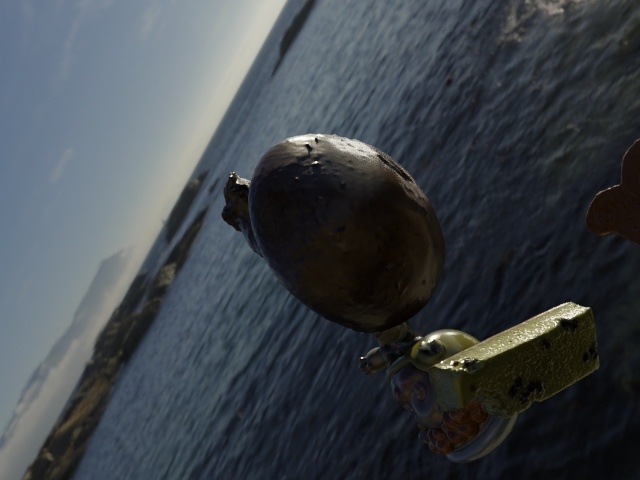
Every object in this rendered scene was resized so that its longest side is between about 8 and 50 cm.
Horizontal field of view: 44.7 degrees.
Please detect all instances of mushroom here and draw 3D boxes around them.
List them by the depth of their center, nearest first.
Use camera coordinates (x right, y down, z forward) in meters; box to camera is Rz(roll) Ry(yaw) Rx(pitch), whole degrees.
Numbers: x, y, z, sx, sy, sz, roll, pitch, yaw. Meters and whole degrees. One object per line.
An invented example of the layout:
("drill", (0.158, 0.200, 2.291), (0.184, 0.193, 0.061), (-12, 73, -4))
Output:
("mushroom", (-0.003, -0.008, 1.193), (0.357, 0.331, 0.334), (-18, 66, 16))

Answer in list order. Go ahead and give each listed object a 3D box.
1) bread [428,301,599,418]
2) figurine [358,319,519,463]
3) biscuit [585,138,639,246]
("bread", (0.220, 0.142, 0.865), (0.049, 0.226, 0.088), (12, 117, 55))
("figurine", (0.178, 0.173, 1.288), (0.205, 0.381, 0.224), (-33, -10, -29))
("biscuit", (0.438, -0.012, 0.930), (0.165, 0.036, 0.250), (-58, 42, 15))
